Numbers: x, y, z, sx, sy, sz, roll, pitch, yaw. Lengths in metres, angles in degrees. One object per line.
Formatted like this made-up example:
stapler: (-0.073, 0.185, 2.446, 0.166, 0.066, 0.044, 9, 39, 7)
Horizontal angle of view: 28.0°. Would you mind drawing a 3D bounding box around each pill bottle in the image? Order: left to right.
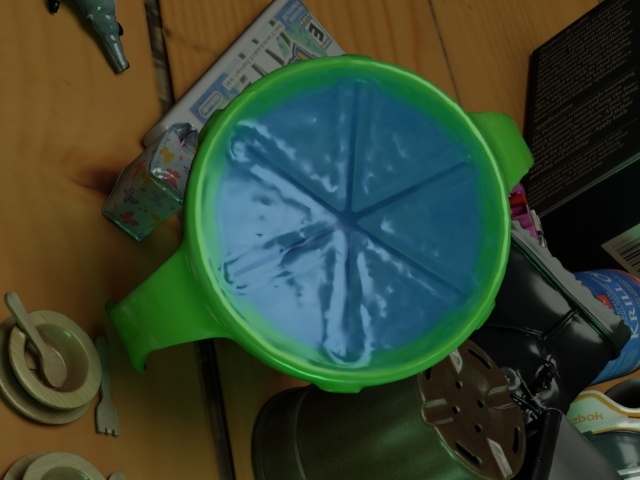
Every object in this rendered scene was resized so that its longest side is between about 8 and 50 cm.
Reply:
pill bottle: (0.259, 0.096, 1.345, 0.221, 0.124, 0.124, -5, 66, -52)

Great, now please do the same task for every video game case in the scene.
video game case: (0.004, -0.068, 1.249, 0.300, 0.036, 0.329, 48, 35, -12)

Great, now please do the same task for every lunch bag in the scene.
lunch bag: (-0.129, -0.051, 1.041, 0.053, 0.071, 0.083, 38, 37, -22)

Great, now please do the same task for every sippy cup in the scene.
sippy cup: (0.000, 0.000, 0.983, 0.305, 0.224, 0.240, 10, 80, -10)

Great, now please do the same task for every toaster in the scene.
toaster: (0.154, 0.248, 1.028, 0.110, 0.168, 0.185, 42, 28, -4)

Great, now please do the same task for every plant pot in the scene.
plant pot: (0.061, 0.161, 1.015, 0.167, 0.165, 0.167, 30, 43, -32)

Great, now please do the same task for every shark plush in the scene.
shark plush: (-0.218, -0.219, 1.117, 0.067, 0.073, 0.161, -37, 114, -37)

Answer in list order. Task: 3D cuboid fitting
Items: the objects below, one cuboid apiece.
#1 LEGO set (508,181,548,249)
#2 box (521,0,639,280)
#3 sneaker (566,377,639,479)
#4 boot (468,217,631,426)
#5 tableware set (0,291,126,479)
LEGO set: (0.194, 0.012, 1.356, 0.227, 0.087, 0.093, 28, 46, -72)
box: (0.432, -0.101, 1.642, 0.293, 0.212, 0.395, 40, 38, -21)
sneaker: (0.380, 0.212, 1.395, 0.321, 0.126, 0.127, 7, 63, -46)
boot: (0.137, 0.090, 1.173, 0.246, 0.094, 0.207, 41, 69, 4)
tableware set: (-0.175, 0.129, 0.865, 0.128, 0.039, 0.194, 18, 50, -42)
